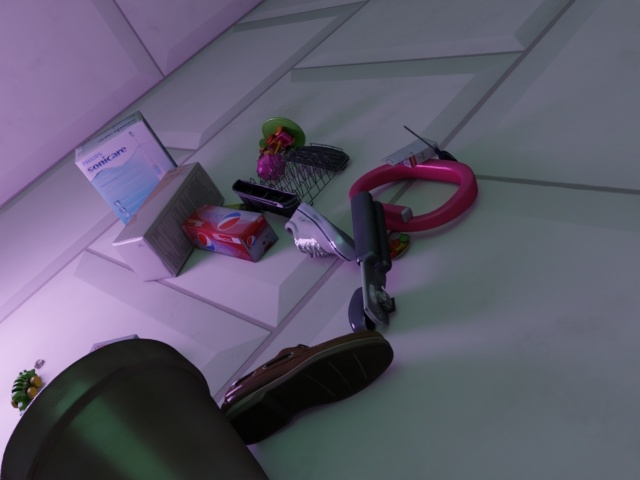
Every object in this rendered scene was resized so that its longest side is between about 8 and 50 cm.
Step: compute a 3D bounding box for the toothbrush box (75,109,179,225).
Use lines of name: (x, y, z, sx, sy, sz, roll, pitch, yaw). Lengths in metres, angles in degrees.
toothbrush box: (-0.522, -0.184, 1.821, 0.216, 0.295, 0.126, -34, 32, -3)

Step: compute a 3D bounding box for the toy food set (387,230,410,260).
toy food set: (0.139, 0.010, 1.271, 0.082, 0.020, 0.083, -45, 34, -21)

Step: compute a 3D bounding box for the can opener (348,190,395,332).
can opener: (0.078, 0.040, 1.180, 0.095, 0.076, 0.283, -28, 45, 28)

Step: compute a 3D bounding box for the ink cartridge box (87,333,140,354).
ink cartridge box: (-0.440, 0.289, 1.315, 0.127, 0.072, 0.175, -16, 36, 24)

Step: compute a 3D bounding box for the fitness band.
fitness band: (0.188, -0.103, 1.337, 0.209, 0.054, 0.291, -40, 33, -26)

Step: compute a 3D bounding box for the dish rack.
dish rack: (-0.065, -0.169, 1.608, 0.208, 0.074, 0.271, 19, 55, 37)

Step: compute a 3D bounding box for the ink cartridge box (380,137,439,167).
ink cartridge box: (0.197, -0.184, 1.394, 0.115, 0.029, 0.063, -30, 28, -12)

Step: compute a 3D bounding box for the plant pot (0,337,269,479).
plant pot: (-0.224, 0.340, 0.890, 0.280, 0.323, 0.323, 25, 60, 35)

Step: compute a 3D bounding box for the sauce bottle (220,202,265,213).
sauce bottle: (-0.202, -0.076, 1.649, 0.128, 0.042, 0.042, -2, 41, 27)

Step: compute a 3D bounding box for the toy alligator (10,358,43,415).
toy alligator: (-0.688, 0.328, 1.484, 0.056, 0.051, 0.189, -28, 32, 5)

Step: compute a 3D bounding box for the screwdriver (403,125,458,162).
screwdriver: (0.236, -0.204, 1.353, 0.024, 0.170, 0.025, 7, 66, 57)

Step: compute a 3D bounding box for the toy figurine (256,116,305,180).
toy figurine: (-0.138, -0.231, 1.763, 0.173, 0.130, 0.159, -28, 34, 49)

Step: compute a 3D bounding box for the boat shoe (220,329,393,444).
boat shoe: (-0.032, 0.215, 1.046, 0.307, 0.110, 0.104, -27, 33, 6)

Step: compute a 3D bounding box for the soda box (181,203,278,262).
soda box: (-0.228, -0.022, 1.558, 0.263, 0.083, 0.092, 11, 51, 46)

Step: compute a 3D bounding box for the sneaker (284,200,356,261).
sneaker: (0.000, 0.000, 1.354, 0.091, 0.094, 0.258, -51, 29, 2)

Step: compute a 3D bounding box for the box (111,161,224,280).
box: (-0.393, -0.053, 1.679, 0.121, 0.148, 0.311, -9, 37, 31)
